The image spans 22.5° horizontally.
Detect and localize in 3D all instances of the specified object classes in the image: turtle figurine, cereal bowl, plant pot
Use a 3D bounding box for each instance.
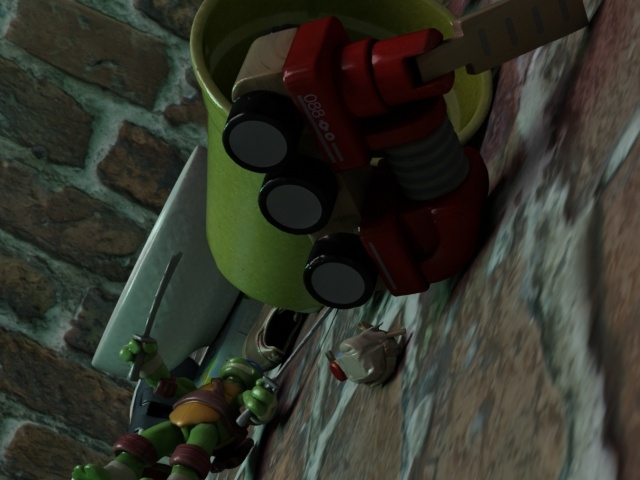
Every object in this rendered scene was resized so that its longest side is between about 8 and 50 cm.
[{"bbox_3d":[-0.151,0.169,1.782,0.266,0.198,0.274,-53,-8,-43],"label":"turtle figurine"},{"bbox_3d":[-0.184,0.047,2.233,0.339,0.141,0.339,-62,8,14],"label":"cereal bowl"},{"bbox_3d":[-0.004,-0.079,1.517,0.254,0.276,0.276,106,-178,-45],"label":"plant pot"}]

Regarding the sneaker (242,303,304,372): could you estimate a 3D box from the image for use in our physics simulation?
[{"bbox_3d":[-0.037,0.076,1.998,0.071,0.066,0.188,-22,46,56],"label":"sneaker"}]

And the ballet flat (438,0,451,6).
[{"bbox_3d":[0.137,-0.302,1.758,0.241,0.091,0.077,-42,34,53],"label":"ballet flat"}]

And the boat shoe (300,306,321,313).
[{"bbox_3d":[0.001,0.001,1.824,0.227,0.079,0.081,119,168,-58],"label":"boat shoe"}]

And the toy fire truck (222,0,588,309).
[{"bbox_3d":[0.084,-0.087,1.211,0.246,0.217,0.158,-12,36,25],"label":"toy fire truck"}]

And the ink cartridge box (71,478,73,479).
[{"bbox_3d":[-0.256,0.417,1.886,0.232,0.189,0.066,-63,-28,-4],"label":"ink cartridge box"}]

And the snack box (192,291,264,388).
[{"bbox_3d":[-0.110,0.140,2.229,0.174,0.070,0.207,138,155,-73],"label":"snack box"}]

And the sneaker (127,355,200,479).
[{"bbox_3d":[-0.221,0.291,2.329,0.127,0.126,0.321,117,164,-57],"label":"sneaker"}]

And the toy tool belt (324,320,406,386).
[{"bbox_3d":[0.042,0.093,1.339,0.051,0.052,0.083,-34,-1,-20],"label":"toy tool belt"}]
